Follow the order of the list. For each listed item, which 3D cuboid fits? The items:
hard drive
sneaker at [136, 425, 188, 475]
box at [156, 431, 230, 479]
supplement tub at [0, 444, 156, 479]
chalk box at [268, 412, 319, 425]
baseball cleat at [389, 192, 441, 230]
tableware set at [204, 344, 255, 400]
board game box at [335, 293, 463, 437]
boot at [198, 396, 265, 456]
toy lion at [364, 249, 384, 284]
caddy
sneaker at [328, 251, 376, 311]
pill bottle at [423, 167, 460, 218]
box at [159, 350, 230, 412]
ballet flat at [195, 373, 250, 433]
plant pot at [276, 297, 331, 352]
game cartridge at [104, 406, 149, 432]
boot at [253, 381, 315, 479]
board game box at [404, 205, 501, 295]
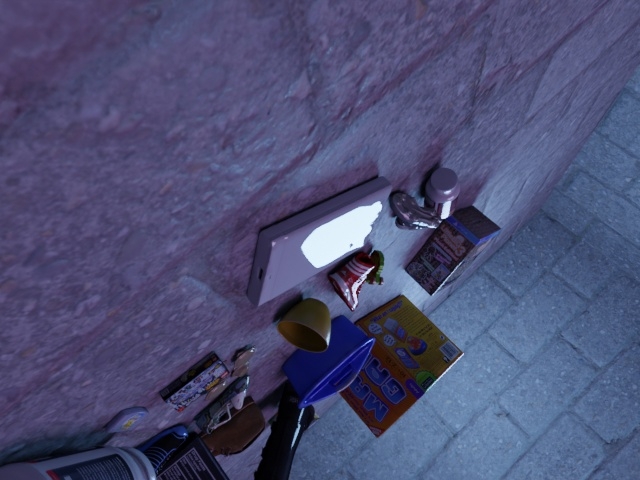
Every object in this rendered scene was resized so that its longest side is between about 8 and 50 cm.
[{"bbox_3d":[0.000,0.000,0.882,0.308,0.040,0.203,-27,152,-35],"label":"hard drive"},{"bbox_3d":[-0.405,0.532,1.050,0.232,0.090,0.081,-16,144,-49],"label":"sneaker"},{"bbox_3d":[-0.359,0.717,1.138,0.294,0.296,0.183,-34,175,-23],"label":"box"},{"bbox_3d":[-0.430,0.461,0.752,0.191,0.191,0.272,-44,157,0],"label":"supplement tub"},{"bbox_3d":[-0.132,0.805,1.944,0.213,0.132,0.132,-40,158,-7],"label":"chalk box"},{"bbox_3d":[0.213,-0.059,1.101,0.110,0.072,0.206,-16,154,42],"label":"baseball cleat"},{"bbox_3d":[-0.225,0.326,1.094,0.141,0.020,0.168,-28,151,-35],"label":"tableware set"},{"bbox_3d":[0.296,0.513,1.863,0.357,0.356,0.356,-19,147,-47],"label":"board game box"},{"bbox_3d":[-0.305,0.622,1.352,0.305,0.115,0.112,-37,158,-15],"label":"boot"},{"bbox_3d":[0.147,0.075,1.225,0.034,0.096,0.100,7,174,-19],"label":"toy lion"},{"bbox_3d":[0.035,0.418,1.489,0.341,0.179,0.241,-38,158,-15],"label":"caddy"},{"bbox_3d":[0.104,0.111,1.191,0.128,0.087,0.221,-39,158,-6],"label":"sneaker"},{"bbox_3d":[0.312,-0.122,1.140,0.086,0.086,0.152,-42,158,-7],"label":"pill bottle"},{"bbox_3d":[-0.270,0.308,0.963,0.137,0.027,0.094,-37,151,-18],"label":"box"},{"bbox_3d":[-0.251,0.449,1.204,0.188,0.070,0.070,-42,158,-5],"label":"ballet flat"},{"bbox_3d":[-0.028,0.199,1.092,0.134,0.134,0.095,103,11,-53],"label":"plant pot"},{"bbox_3d":[-0.382,0.357,0.884,0.056,0.017,0.083,-47,158,-4],"label":"game cartridge"},{"bbox_3d":[-0.139,0.786,1.590,0.366,0.146,0.445,88,13,-49],"label":"boot"},{"bbox_3d":[0.492,0.035,1.648,0.232,0.141,0.291,-16,145,-49],"label":"board game box"}]
